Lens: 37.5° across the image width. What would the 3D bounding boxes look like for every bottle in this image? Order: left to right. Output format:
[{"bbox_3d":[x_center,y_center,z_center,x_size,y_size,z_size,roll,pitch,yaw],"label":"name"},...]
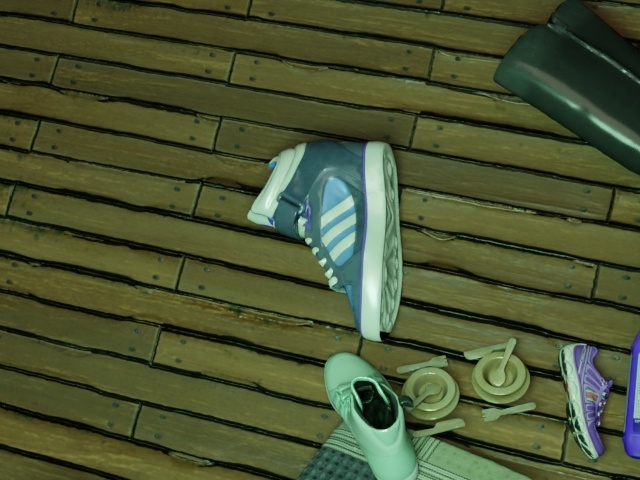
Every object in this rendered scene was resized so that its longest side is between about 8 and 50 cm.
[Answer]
[{"bbox_3d":[0.507,0.179,1.363,0.118,0.092,0.283,6,77,14],"label":"bottle"}]

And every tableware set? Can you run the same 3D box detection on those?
[{"bbox_3d":[0.214,0.210,1.404,0.194,0.039,0.128,-14,48,2],"label":"tableware set"}]

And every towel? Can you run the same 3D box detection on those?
[{"bbox_3d":[0.093,0.400,1.303,0.324,0.056,0.312,16,47,33],"label":"towel"}]

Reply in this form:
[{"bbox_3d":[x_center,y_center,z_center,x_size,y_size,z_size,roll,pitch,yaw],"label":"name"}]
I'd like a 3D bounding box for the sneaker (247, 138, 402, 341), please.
[{"bbox_3d":[0.000,0.000,1.494,0.236,0.130,0.323,-3,80,20],"label":"sneaker"}]

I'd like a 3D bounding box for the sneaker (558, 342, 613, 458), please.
[{"bbox_3d":[0.398,0.233,1.385,0.071,0.068,0.170,-6,75,3],"label":"sneaker"}]

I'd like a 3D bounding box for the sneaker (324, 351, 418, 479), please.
[{"bbox_3d":[0.067,0.217,1.364,0.094,0.151,0.256,-22,41,-10],"label":"sneaker"}]

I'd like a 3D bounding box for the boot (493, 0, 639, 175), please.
[{"bbox_3d":[0.436,-0.141,1.368,0.445,0.146,0.367,44,47,14],"label":"boot"}]
